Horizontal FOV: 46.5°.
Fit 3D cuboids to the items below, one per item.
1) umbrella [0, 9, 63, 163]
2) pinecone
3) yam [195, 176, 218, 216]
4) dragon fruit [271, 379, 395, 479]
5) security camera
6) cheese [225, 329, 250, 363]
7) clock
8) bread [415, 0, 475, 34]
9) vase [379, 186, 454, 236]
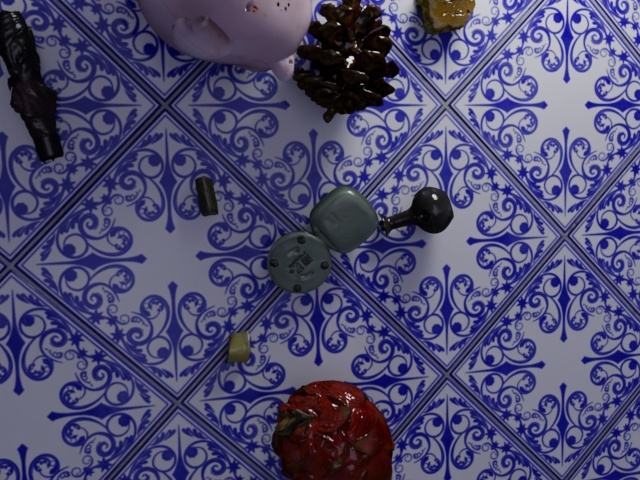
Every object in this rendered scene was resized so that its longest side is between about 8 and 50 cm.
[{"bbox_3d":[-0.627,-0.326,1.599,0.094,0.090,0.326,-20,101,-35],"label":"umbrella"},{"bbox_3d":[0.066,-0.419,1.717,0.244,0.244,0.309,9,82,-16],"label":"pinecone"},{"bbox_3d":[-0.266,-0.103,1.746,0.043,0.043,0.094,-13,97,-14],"label":"yam"},{"bbox_3d":[0.036,0.484,1.771,0.342,0.277,0.277,42,83,-29],"label":"dragon fruit"},{"bbox_3d":[0.000,0.000,1.818,0.301,0.080,0.157,-42,107,2],"label":"security camera"},{"bbox_3d":[-0.199,0.260,1.800,0.060,0.041,0.084,2,96,-14],"label":"cheese"},{"bbox_3d":[-0.180,-0.536,1.587,0.376,0.250,0.368,26,58,-34],"label":"clock"},{"bbox_3d":[0.314,-0.580,1.850,0.140,0.069,0.128,-17,101,-13],"label":"bread"},{"bbox_3d":[0.237,-0.062,1.865,0.182,0.120,0.120,-18,100,5],"label":"vase"}]
